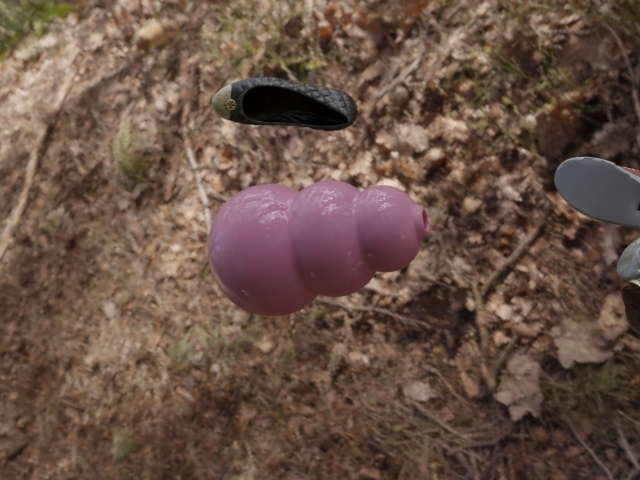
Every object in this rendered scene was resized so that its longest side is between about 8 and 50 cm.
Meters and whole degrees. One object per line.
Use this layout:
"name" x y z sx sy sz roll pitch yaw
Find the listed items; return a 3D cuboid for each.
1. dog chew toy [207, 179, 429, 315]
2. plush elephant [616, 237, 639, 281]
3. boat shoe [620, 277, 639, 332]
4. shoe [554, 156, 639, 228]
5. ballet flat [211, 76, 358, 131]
"dog chew toy" 0.000 0.000 1.364 0.331 0.207 0.207 -11 55 20
"plush elephant" 0.657 0.080 1.494 0.255 0.330 0.272 -17 12 -3
"boat shoe" 0.517 0.096 1.441 0.049 0.152 0.056 -39 58 -7
"shoe" 0.344 -0.045 0.974 0.178 0.081 0.064 20 105 19
"ballet flat" -0.042 -0.158 1.046 0.049 0.173 0.058 -74 -13 -68
